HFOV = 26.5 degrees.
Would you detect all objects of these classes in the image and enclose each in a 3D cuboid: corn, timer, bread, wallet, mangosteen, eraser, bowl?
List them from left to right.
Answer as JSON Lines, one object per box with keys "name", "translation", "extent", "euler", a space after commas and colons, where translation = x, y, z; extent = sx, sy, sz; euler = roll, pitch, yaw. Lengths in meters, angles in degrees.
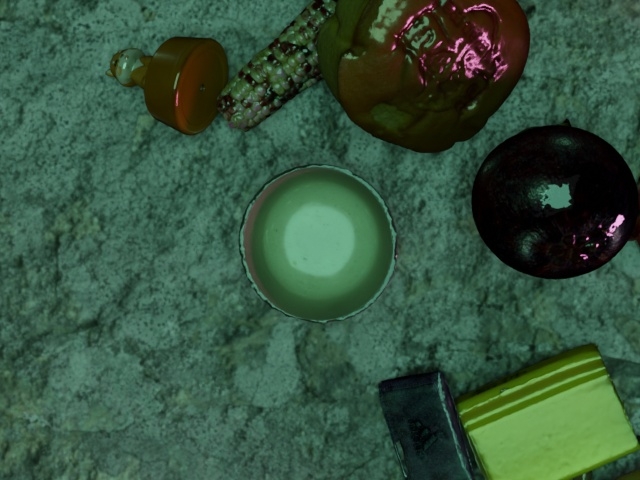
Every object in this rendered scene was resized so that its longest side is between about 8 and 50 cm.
{"name": "timer", "translation": [-0.220, -0.223, 1.833], "extent": [0.152, 0.132, 0.132], "euler": [18, 95, 24]}
{"name": "corn", "translation": [-0.022, -0.254, 1.826], "extent": [0.280, 0.092, 0.092], "euler": [-39, 91, 9]}
{"name": "bowl", "translation": [0.000, 0.000, 1.828], "extent": [0.211, 0.112, 0.212], "euler": [0, 95, 4]}
{"name": "bread", "translation": [0.131, -0.248, 1.741], "extent": [0.269, 0.148, 0.270], "euler": [-13, 125, -19]}
{"name": "wallet", "translation": [0.147, 0.263, 1.857], "extent": [0.111, 0.030, 0.166], "euler": [-14, 94, 38]}
{"name": "eraser", "translation": [0.307, 0.250, 1.852], "extent": [0.226, 0.069, 0.158], "euler": [-24, 95, 4]}
{"name": "mangosteen", "translation": [0.298, -0.061, 1.773], "extent": [0.216, 0.216, 0.216], "euler": [0, 94, 3]}

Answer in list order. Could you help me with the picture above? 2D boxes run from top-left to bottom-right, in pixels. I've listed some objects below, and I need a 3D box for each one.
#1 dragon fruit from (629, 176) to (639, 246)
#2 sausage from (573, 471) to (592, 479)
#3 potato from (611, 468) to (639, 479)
{"name": "dragon fruit", "translation": [0.501, -0.059, 1.789], "extent": [0.161, 0.126, 0.274], "euler": [39, 95, -1]}
{"name": "sausage", "translation": [0.355, 0.373, 1.881], "extent": [0.026, 0.026, 0.116], "euler": [8, 95, 2]}
{"name": "potato", "translation": [0.509, 0.376, 1.815], "extent": [0.300, 0.140, 0.173], "euler": [-11, 89, 8]}
